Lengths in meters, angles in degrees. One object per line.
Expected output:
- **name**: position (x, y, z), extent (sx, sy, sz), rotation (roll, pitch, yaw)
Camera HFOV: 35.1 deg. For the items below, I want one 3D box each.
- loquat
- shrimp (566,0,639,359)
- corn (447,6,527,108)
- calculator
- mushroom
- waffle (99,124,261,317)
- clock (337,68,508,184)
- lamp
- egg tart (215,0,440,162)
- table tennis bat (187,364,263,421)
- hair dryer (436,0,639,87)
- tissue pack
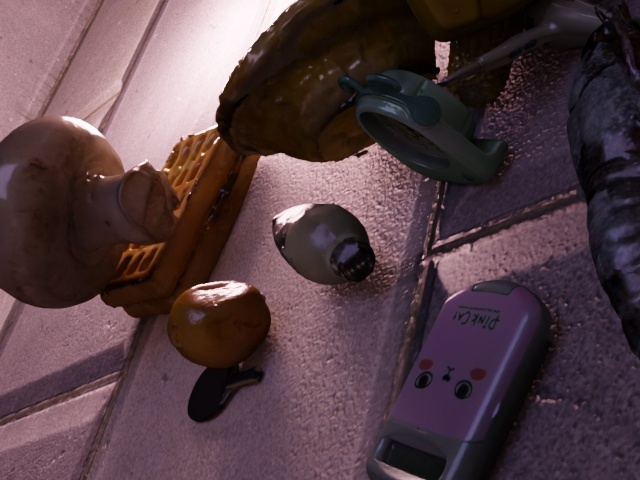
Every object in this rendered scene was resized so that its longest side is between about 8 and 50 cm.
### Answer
- **loquat**: position (-0.130, 0.106, 1.311), extent (0.137, 0.113, 0.137), rotation (-23, 6, 2)
- **shrimp**: position (0.278, -0.062, 0.829), extent (0.221, 0.166, 0.411), rotation (116, 175, -51)
- **corn**: position (0.209, -0.277, 1.249), extent (0.091, 0.091, 0.260), rotation (-3, 56, 27)
- **calculator**: position (0.128, 0.148, 0.936), extent (0.141, 0.045, 0.246), rotation (6, 64, 60)
- **mushroom**: position (-0.362, -0.034, 1.520), extent (0.289, 0.298, 0.298), rotation (8, 58, 18)
- **waffle**: position (-0.227, -0.035, 1.657), extent (0.224, 0.098, 0.328), rotation (-12, 47, 51)
- **clock**: position (0.109, -0.134, 1.134), extent (0.060, 0.188, 0.148), rotation (-59, 30, -9)
- **lamp**: position (0.000, 0.000, 1.250), extent (0.101, 0.101, 0.250), rotation (-54, 25, -1)
- **egg tart**: position (0.033, -0.199, 1.291), extent (0.345, 0.345, 0.132), rotation (-41, 73, 24)
- **table tennis bat**: position (-0.127, 0.190, 1.324), extent (0.158, 0.014, 0.095), rotation (-24, 38, 47)
- **hair dryer**: position (0.243, -0.211, 1.086), extent (0.199, 0.068, 0.167), rotation (-35, 27, -29)
- **tissue pack**: position (0.181, -0.305, 1.139), extent (0.178, 0.123, 0.127), rotation (-29, 5, 2)
